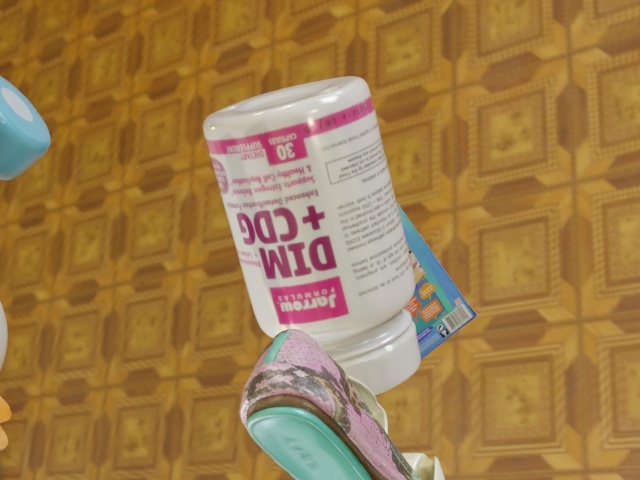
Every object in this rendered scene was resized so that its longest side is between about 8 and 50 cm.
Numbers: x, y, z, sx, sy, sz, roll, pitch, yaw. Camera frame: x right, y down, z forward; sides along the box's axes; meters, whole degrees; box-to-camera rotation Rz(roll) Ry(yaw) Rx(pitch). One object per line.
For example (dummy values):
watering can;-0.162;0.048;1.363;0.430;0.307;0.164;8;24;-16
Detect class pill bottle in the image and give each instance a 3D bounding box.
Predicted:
pill bottle;0.000;0.000;1.065;0.160;0.160;0.283;-3;108;42

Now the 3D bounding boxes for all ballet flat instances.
ballet flat;0.030;0.134;0.631;0.076;0.221;0.079;-15;34;29

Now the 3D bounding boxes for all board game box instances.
board game box;0.061;0.055;1.299;0.160;0.210;0.047;-37;25;-2

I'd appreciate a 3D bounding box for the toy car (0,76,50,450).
toy car;-0.255;0.037;0.697;0.219;0.210;0.238;-38;75;10
